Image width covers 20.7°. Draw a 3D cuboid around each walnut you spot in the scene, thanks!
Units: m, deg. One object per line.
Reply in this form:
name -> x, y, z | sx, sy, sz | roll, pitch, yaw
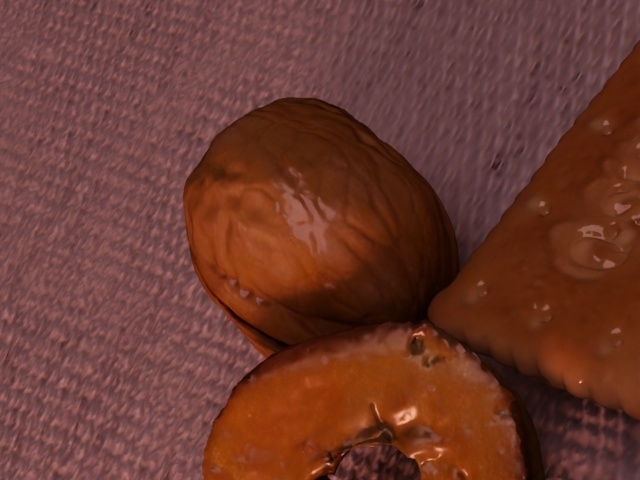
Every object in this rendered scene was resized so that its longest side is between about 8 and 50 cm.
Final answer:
walnut -> 0.000, 0.000, 0.971 | 0.144, 0.144, 0.180 | -41, 59, 6

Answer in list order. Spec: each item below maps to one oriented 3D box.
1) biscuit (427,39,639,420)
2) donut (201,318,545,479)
biscuit -> 0.179, -0.024, 0.906 | 0.160, 0.030, 0.249 | 22, 63, 40
donut -> 0.031, 0.121, 0.889 | 0.178, 0.065, 0.162 | -6, 89, 23
